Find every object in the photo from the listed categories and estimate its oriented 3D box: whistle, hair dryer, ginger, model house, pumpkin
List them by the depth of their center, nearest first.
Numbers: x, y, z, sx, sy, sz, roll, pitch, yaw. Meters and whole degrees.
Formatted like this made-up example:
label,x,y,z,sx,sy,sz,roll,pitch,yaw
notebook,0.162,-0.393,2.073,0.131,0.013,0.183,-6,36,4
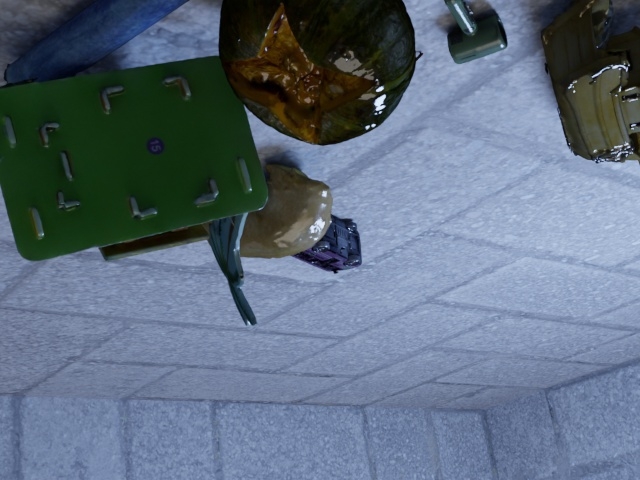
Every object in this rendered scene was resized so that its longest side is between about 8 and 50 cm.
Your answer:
label,x,y,z,sx,sy,sz,roll,pitch,yaw
pumpkin,-0.002,-0.221,1.026,0.237,0.159,0.238,17,147,11
whistle,-0.250,-0.244,1.043,0.304,0.062,0.062,-23,154,31
hair dryer,0.180,-0.281,1.145,0.071,0.047,0.150,-17,150,23
model house,-0.249,-0.018,1.186,0.300,0.340,0.323,-15,176,-21
ginger,-0.087,-0.038,1.516,0.267,0.152,0.138,-25,-178,25

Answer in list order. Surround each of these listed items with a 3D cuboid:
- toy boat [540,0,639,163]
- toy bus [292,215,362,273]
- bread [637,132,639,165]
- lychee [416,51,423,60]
label,x,y,z,sx,sy,sz,roll,pitch,yaw
toy boat,0.419,-0.215,1.295,0.162,0.136,0.445,-12,163,18
toy bus,0.000,0.000,1.705,0.098,0.087,0.178,-20,152,32
bread,0.566,-0.167,1.446,0.068,0.126,0.188,-7,158,-7
lychee,0.073,-0.218,1.170,0.114,0.101,0.140,-25,148,14
